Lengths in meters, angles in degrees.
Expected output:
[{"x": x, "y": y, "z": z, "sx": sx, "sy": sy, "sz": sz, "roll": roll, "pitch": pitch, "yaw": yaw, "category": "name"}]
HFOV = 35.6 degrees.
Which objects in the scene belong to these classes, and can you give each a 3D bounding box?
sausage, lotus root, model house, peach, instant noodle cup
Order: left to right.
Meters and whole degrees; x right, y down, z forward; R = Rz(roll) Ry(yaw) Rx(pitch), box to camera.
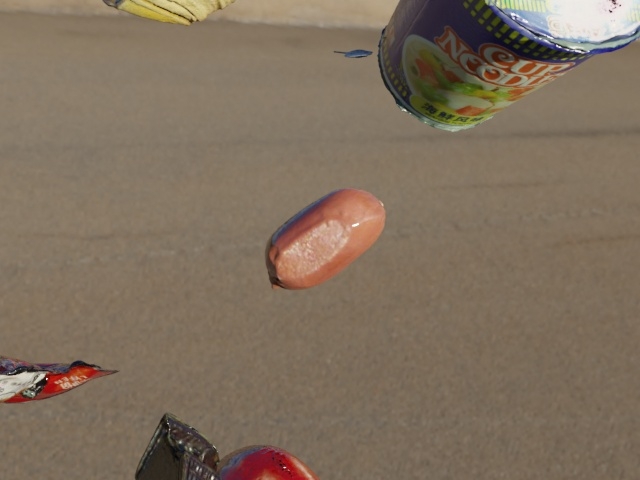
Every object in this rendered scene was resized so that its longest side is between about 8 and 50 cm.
[{"x": -0.170, "y": -0.314, "z": 1.145, "sx": 0.135, "sy": 0.159, "sz": 0.095, "roll": 31, "pitch": 39, "yaw": -55, "category": "lotus root"}, {"x": -0.161, "y": 0.334, "z": 1.298, "sx": 0.165, "sy": 0.106, "sz": 0.152, "roll": 41, "pitch": 5, "yaw": -37, "category": "model house"}, {"x": -0.091, "y": 0.408, "z": 1.612, "sx": 0.267, "sy": 0.158, "sz": 0.154, "roll": 26, "pitch": 68, "yaw": 44, "category": "peach"}, {"x": 0.000, "y": 0.000, "z": 1.841, "sx": 0.148, "sy": 0.254, "sz": 0.148, "roll": 44, "pitch": 20, "yaw": -20, "category": "sausage"}, {"x": 0.215, "y": -0.285, "z": 1.223, "sx": 0.284, "sy": 0.284, "sz": 0.312, "roll": 4, "pitch": -19, "yaw": -18, "category": "instant noodle cup"}]

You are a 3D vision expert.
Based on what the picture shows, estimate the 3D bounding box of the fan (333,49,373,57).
[{"x": 0.061, "y": -0.372, "z": 1.981, "sx": 0.083, "sy": 0.004, "sz": 0.056, "roll": 11, "pitch": 28, "yaw": 30, "category": "fan"}]

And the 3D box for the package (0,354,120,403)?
[{"x": -0.402, "y": 0.180, "z": 1.295, "sx": 0.194, "sy": 0.071, "sz": 0.269, "roll": -7, "pitch": -8, "yaw": 16, "category": "package"}]
